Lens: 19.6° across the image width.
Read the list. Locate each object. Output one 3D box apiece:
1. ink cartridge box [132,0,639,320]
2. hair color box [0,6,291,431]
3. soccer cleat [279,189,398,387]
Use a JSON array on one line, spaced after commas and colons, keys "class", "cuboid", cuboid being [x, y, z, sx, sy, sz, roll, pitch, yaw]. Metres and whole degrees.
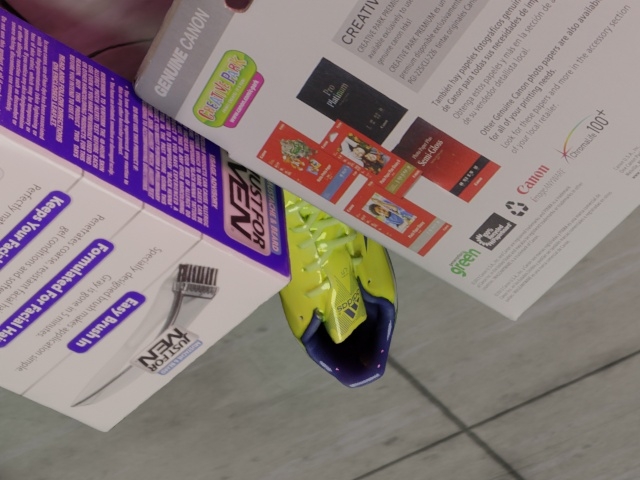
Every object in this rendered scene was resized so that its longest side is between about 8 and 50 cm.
[{"class": "ink cartridge box", "cuboid": [0.075, -0.129, 0.994, 0.271, 0.130, 0.309, 29, 146, -7]}, {"class": "hair color box", "cuboid": [-0.203, -0.030, 1.074, 0.339, 0.110, 0.185, 30, 126, -31]}, {"class": "soccer cleat", "cuboid": [0.001, 0.000, 1.246, 0.093, 0.121, 0.289, -18, 146, 3]}]
